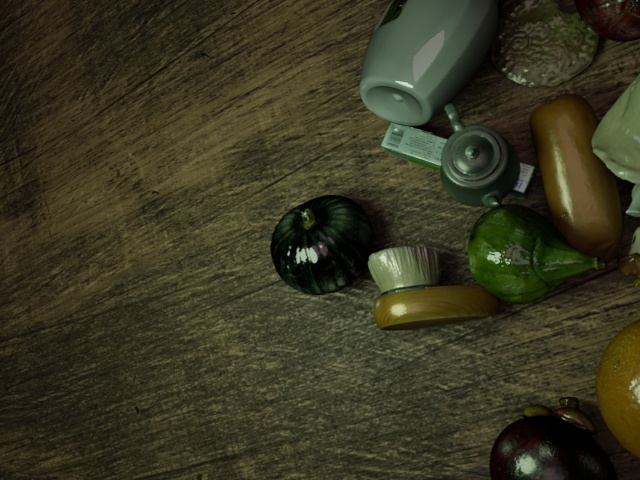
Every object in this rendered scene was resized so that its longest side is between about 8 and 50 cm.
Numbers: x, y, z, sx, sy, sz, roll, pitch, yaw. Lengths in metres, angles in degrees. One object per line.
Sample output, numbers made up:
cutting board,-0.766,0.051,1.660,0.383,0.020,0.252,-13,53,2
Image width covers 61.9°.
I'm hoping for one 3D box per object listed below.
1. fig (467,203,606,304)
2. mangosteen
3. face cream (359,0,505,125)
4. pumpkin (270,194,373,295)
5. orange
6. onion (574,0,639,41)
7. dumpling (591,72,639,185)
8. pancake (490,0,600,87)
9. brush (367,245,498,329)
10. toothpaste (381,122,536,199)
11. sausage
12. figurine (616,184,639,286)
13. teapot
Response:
fig,0.415,0.023,1.028,0.235,0.203,0.203,-7,79,61
mangosteen,0.442,0.414,1.005,0.228,0.228,0.266,19,61,24
face cream,0.240,-0.438,1.144,0.219,0.312,0.357,32,82,-18
pumpkin,0.000,0.000,1.240,0.249,0.216,0.250,-11,48,12
orange,0.616,0.255,0.911,0.274,0.274,0.275,-3,83,23
onion,0.610,-0.520,0.998,0.221,0.281,0.281,23,94,-1
dumpling,0.641,-0.205,0.858,0.394,0.233,0.316,-12,41,41
pancake,0.486,-0.442,1.173,0.212,0.029,0.235,-44,70,13
brush,0.239,0.100,1.155,0.266,0.174,0.166,-6,73,9
toothpaste,0.304,-0.181,1.194,0.336,0.081,0.067,24,94,23
sausage,0.523,-0.115,1.081,0.134,0.116,0.354,-14,83,10
figurine,0.650,-0.018,0.995,0.189,0.142,0.264,13,85,-9
teapot,0.304,-0.168,1.066,0.162,0.149,0.240,-24,75,19
